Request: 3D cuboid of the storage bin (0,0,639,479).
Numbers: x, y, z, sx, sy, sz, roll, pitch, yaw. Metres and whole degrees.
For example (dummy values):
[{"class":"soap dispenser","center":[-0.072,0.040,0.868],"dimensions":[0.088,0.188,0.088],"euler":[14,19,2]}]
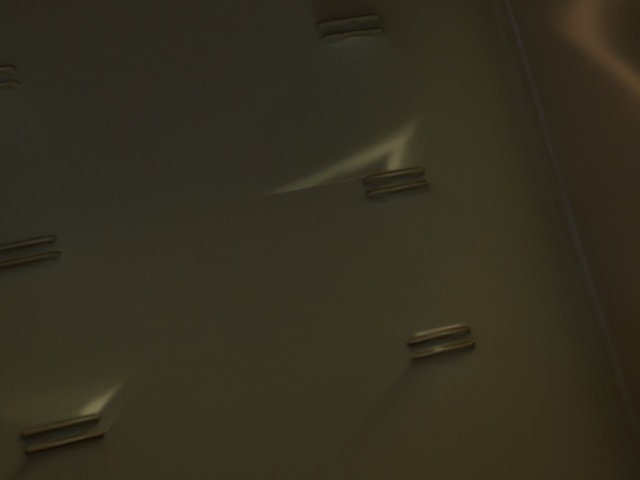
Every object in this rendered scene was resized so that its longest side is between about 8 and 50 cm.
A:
[{"class":"storage bin","center":[-0.008,-0.018,0.287],"dimensions":[0.260,0.123,0.262],"euler":[-12,-101,-21]}]
